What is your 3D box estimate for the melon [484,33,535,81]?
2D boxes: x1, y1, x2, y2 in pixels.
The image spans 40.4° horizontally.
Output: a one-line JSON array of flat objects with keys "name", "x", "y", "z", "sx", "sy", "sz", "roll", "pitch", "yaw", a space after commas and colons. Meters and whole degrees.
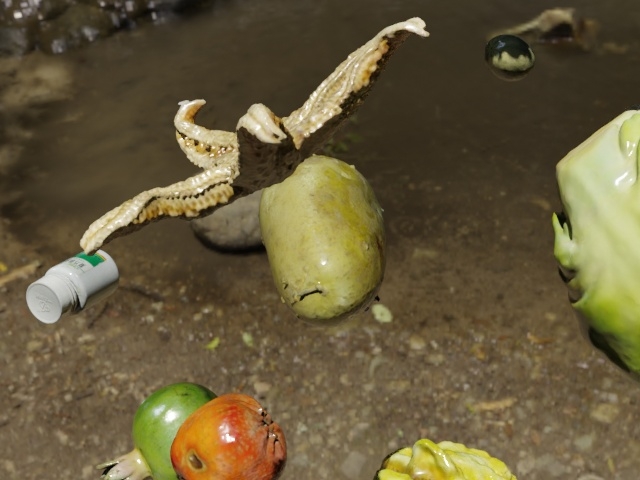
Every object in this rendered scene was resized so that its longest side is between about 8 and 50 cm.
[{"name": "melon", "x": 0.411, "y": -0.399, "z": 1.901, "sx": 0.130, "sy": 0.098, "sz": 0.098, "roll": 18, "pitch": 21, "yaw": -38}]

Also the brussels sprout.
[{"name": "brussels sprout", "x": 0.385, "y": 0.017, "z": 0.946, "sx": 0.268, "sy": 0.344, "sz": 0.344, "roll": -32, "pitch": 39, "yaw": 1}]

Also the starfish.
[{"name": "starfish", "x": -0.058, "y": -0.096, "z": 0.795, "sx": 0.375, "sy": 0.094, "sz": 0.327, "roll": -40, "pitch": 20, "yaw": -29}]

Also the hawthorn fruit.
[{"name": "hawthorn fruit", "x": -0.180, "y": 0.345, "z": 1.250, "sx": 0.285, "sy": 0.165, "sz": 0.165, "roll": -41, "pitch": 43, "yaw": -2}]

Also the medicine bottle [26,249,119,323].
[{"name": "medicine bottle", "x": -0.369, "y": 0.068, "z": 1.299, "sx": 0.080, "sy": 0.080, "sz": 0.130, "roll": 13, "pitch": 24, "yaw": 22}]

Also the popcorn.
[{"name": "popcorn", "x": 0.174, "y": 0.403, "z": 1.268, "sx": 0.250, "sy": 0.242, "sz": 0.235, "roll": -25, "pitch": 60, "yaw": -42}]

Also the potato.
[{"name": "potato", "x": 0.010, "y": 0.015, "z": 1.588, "sx": 0.219, "sy": 0.270, "sz": 0.359, "roll": -27, "pitch": 40, "yaw": 18}]

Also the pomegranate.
[{"name": "pomegranate", "x": -0.242, "y": 0.332, "z": 1.389, "sx": 0.225, "sy": 0.187, "sz": 0.187, "roll": -27, "pitch": 42, "yaw": -23}]
